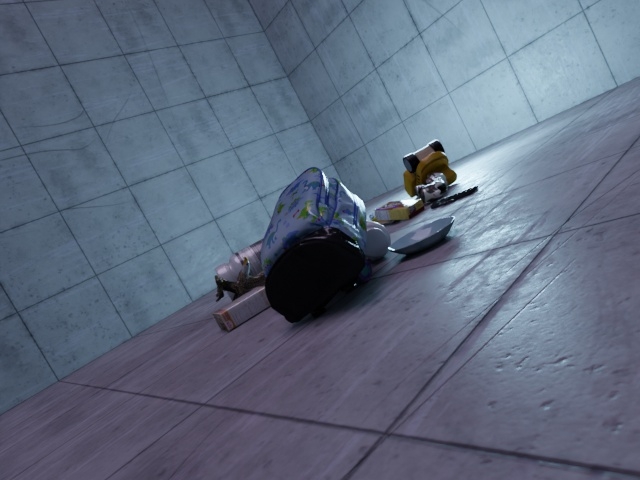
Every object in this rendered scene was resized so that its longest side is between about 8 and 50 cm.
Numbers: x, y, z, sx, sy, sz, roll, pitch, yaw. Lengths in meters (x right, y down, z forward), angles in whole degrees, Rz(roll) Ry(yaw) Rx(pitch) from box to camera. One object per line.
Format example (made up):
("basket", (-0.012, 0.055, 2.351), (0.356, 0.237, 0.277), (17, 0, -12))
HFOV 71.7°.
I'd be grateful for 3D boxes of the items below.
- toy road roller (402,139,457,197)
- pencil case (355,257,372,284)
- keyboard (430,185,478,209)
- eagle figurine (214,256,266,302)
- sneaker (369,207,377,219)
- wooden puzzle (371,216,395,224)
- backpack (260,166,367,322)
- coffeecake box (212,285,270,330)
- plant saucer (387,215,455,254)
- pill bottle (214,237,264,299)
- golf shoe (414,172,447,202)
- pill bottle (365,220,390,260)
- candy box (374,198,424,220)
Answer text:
("toy road roller", (0.566, -0.320, 2.261), (0.202, 0.240, 0.329), (-29, -33, -5))
("pencil case", (0.068, 0.087, 1.170), (0.064, 0.070, 0.151), (-32, 5, -40))
("keyboard", (0.500, -0.162, 1.684), (0.108, 0.023, 0.180), (-32, 6, -42))
("eagle figurine", (-0.281, 0.173, 1.831), (0.298, 0.225, 0.226), (1, 41, -16))
("sneaker", (0.297, -0.143, 2.470), (0.058, 0.052, 0.135), (-31, 3, 17))
("wooden puzzle", (0.340, -0.126, 2.075), (0.221, 0.044, 0.238), (-31, 5, -32))
("backpack", (-0.010, -0.020, 1.119), (0.290, 0.273, 0.355), (-43, 7, 36))
("coffeecake box", (-0.264, 0.231, 1.521), (0.185, 0.068, 0.142), (-30, 5, -24))
("plant saucer", (0.274, -0.004, 1.180), (0.195, 0.037, 0.195), (-29, 5, 3))
("pill bottle", (-0.305, 0.121, 2.120), (0.361, 0.204, 0.204), (-29, 5, -14))
("golf shoe", (0.528, -0.235, 1.999), (0.120, 0.105, 0.273), (-1, 25, 38))
("pill bottle", (0.148, -0.001, 1.366), (0.117, 0.117, 0.215), (-28, 5, 0))
("candy box", (0.333, -0.129, 1.882), (0.109, 0.053, 0.186), (-31, 20, -33))
